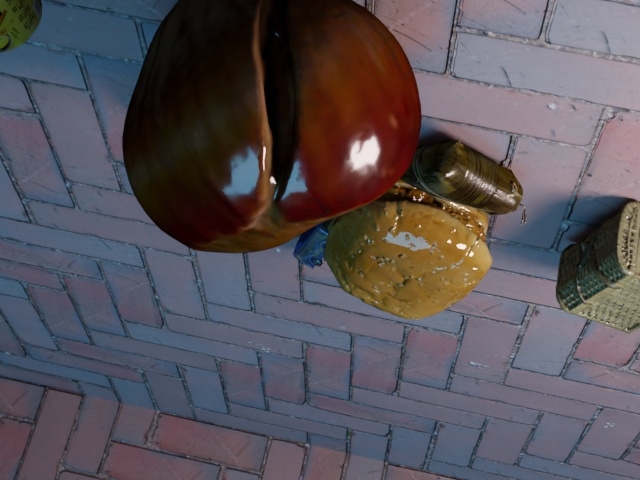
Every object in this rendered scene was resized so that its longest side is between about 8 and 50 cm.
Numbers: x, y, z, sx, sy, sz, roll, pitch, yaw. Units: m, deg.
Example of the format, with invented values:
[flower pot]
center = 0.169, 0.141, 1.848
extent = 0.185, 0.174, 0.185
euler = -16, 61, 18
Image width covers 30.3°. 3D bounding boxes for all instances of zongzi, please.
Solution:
[zongzi]
center = 0.201, -0.090, 1.807
extent = 0.187, 0.084, 0.184
euler = 27, 166, -33

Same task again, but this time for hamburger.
[hamburger]
center = 0.139, 0.016, 1.945
extent = 0.259, 0.144, 0.283
euler = 20, 150, -11

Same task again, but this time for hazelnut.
[hazelnut]
center = -0.076, -0.155, 1.519
extent = 0.359, 0.359, 0.409
euler = 27, 143, -24

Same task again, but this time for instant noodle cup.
[instant noodle cup]
center = -0.451, -0.329, 1.588
extent = 0.151, 0.151, 0.122
euler = 6, 160, 17

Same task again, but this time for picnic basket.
[picnic basket]
center = 0.477, 0.041, 1.851
extent = 0.154, 0.134, 0.196
euler = 21, 154, -10

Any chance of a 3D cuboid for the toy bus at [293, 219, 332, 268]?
[toy bus]
center = 0.000, 0.000, 2.112
extent = 0.061, 0.051, 0.153
euler = 32, 152, -7
